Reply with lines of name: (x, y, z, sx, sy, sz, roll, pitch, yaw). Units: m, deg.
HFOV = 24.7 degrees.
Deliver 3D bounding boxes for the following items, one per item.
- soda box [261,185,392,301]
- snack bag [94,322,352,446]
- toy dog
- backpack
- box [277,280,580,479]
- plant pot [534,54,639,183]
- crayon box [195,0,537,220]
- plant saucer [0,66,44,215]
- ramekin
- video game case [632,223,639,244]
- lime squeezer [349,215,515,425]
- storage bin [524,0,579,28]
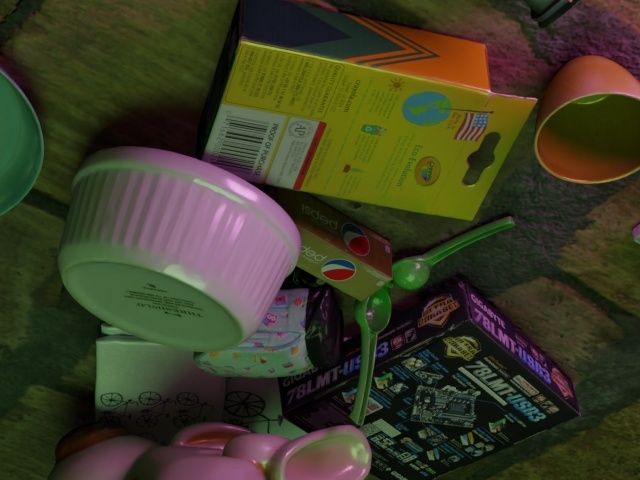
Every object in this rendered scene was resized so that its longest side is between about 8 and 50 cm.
soda box: (0.000, 0.000, 1.718, 0.181, 0.061, 0.058, 29, 131, -30)
snack bag: (-0.137, 0.228, 1.996, 0.343, 0.037, 0.323, 4, 138, -7)
toy dog: (-0.192, 0.375, 1.884, 0.408, 0.284, 0.395, 1, -176, 45)
backpack: (-0.070, 0.108, 1.795, 0.182, 0.115, 0.152, -1, 149, 9)
box: (0.146, 0.205, 1.934, 0.293, 0.073, 0.295, -30, 136, 23)
plant pot: (0.287, -0.140, 1.541, 0.134, 0.095, 0.134, -1, 140, -1)
crayon box: (0.044, -0.134, 1.552, 0.319, 0.081, 0.202, 11, 138, -13)
plant saucer: (-0.456, -0.126, 1.576, 0.318, 0.043, 0.317, -1, 140, -1)
ramekin: (-0.165, 0.020, 1.618, 0.273, 0.127, 0.273, 15, 154, 8)
video game case: (0.514, -0.017, 1.744, 0.212, 0.023, 0.193, 26, 132, -27)
lime squeezer: (0.103, 0.068, 1.774, 0.059, 0.110, 0.310, 33, 98, -35)
storage bin: (0.223, -0.280, 1.389, 0.091, 0.098, 0.135, 34, 129, -20)
